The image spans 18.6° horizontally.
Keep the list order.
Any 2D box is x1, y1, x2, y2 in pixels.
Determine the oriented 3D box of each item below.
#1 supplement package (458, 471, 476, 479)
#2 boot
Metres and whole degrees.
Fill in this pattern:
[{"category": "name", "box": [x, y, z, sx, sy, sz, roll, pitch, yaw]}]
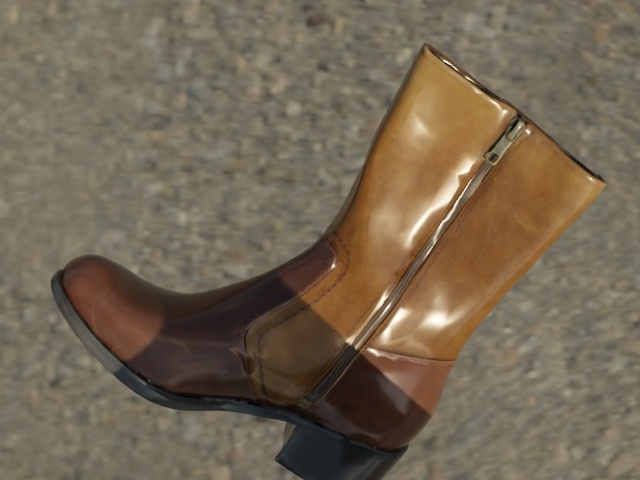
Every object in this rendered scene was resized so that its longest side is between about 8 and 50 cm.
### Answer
[{"category": "supplement package", "box": [0.083, 0.237, 1.074, 0.134, 0.244, 0.139, 45, 95, 1]}, {"category": "boot", "box": [0.000, 0.000, 1.242, 0.264, 0.096, 0.280, 32, 108, -4]}]
